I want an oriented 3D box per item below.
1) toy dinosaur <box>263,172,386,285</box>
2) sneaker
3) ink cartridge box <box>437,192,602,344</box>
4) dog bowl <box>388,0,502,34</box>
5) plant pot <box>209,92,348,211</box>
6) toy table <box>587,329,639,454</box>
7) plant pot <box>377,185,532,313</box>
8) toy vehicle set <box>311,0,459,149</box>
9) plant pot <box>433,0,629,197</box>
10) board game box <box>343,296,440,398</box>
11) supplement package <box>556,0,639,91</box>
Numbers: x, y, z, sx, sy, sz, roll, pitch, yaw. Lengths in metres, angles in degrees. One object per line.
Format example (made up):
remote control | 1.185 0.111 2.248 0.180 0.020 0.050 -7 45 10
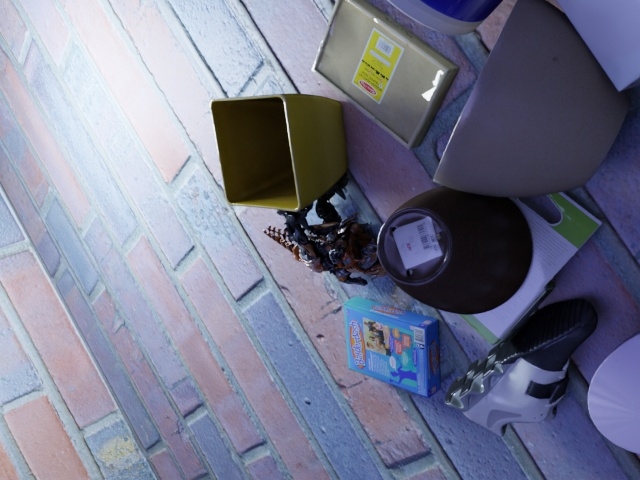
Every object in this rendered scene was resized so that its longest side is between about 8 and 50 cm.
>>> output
toy dinosaur | 0.000 0.000 1.370 0.322 0.164 0.218 -6 121 24
sneaker | 0.368 0.224 1.133 0.146 0.122 0.330 40 132 2
ink cartridge box | 0.311 0.017 1.108 0.189 0.097 0.255 44 108 23
dog bowl | 0.157 -0.423 0.944 0.264 0.265 0.104 57 134 10
plant pot | -0.063 -0.188 1.314 0.212 0.187 0.212 8 112 43
toy table | 0.515 0.171 0.917 0.274 0.161 0.252 -32 83 46
plant pot | 0.180 0.009 0.994 0.216 0.230 0.215 -1 87 29
toy vehicle set | 0.107 -0.309 1.206 0.267 0.035 0.165 44 132 23
plant pot | 0.304 -0.173 0.931 0.191 0.284 0.284 25 126 8
board game box | 0.144 0.216 1.380 0.210 0.047 0.160 13 116 40
supplement package | 0.414 -0.328 0.815 0.194 0.149 0.203 -38 79 46
